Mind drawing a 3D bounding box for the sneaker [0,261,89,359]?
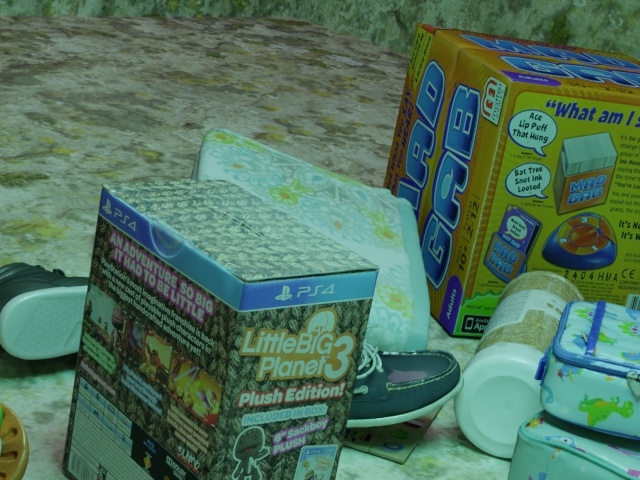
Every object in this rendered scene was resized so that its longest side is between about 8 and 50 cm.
[{"bbox_3d":[-0.259,0.074,1.562,0.296,0.104,0.147,2,13,-40],"label":"sneaker"}]

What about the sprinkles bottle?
[{"bbox_3d":[0.245,0.137,1.637,0.121,0.121,0.355,15,18,11],"label":"sprinkles bottle"}]

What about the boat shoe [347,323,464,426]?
[{"bbox_3d":[0.026,0.145,1.452,0.254,0.079,0.095,-7,24,-3],"label":"boat shoe"}]

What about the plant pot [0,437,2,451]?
[{"bbox_3d":[-0.359,0.196,0.919,0.243,0.275,0.275,18,16,-12],"label":"plant pot"}]

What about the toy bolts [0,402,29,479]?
[{"bbox_3d":[-0.384,0.192,1.161,0.228,0.158,0.218,30,64,22],"label":"toy bolts"}]

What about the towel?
[{"bbox_3d":[-0.022,0.003,1.774,0.320,0.090,0.374,20,26,-11],"label":"towel"}]

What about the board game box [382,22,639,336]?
[{"bbox_3d":[0.323,-0.083,1.972,0.356,0.356,0.356,5,19,-18],"label":"board game box"}]

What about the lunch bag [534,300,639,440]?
[{"bbox_3d":[0.316,0.132,1.405,0.176,0.090,0.219,13,15,14],"label":"lunch bag"}]

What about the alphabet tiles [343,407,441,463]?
[{"bbox_3d":[0.009,0.178,1.556,0.237,0.009,0.198,16,19,15],"label":"alphabet tiles"}]

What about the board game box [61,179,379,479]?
[{"bbox_3d":[-0.098,0.119,1.211,0.141,0.291,0.232,-4,24,-39],"label":"board game box"}]

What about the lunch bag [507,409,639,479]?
[{"bbox_3d":[0.343,0.253,1.364,0.279,0.108,0.224,23,18,31],"label":"lunch bag"}]
